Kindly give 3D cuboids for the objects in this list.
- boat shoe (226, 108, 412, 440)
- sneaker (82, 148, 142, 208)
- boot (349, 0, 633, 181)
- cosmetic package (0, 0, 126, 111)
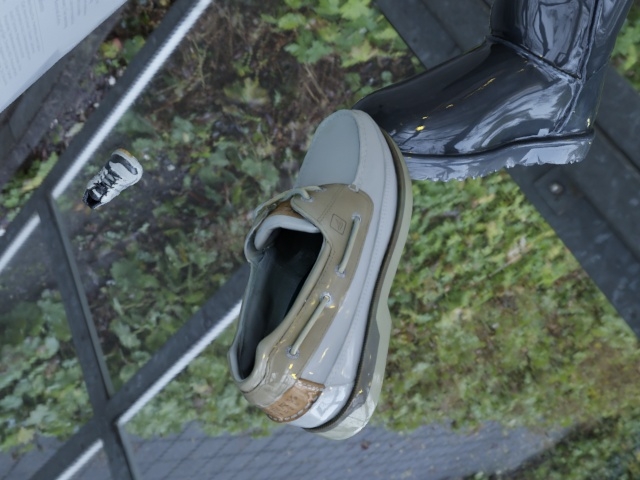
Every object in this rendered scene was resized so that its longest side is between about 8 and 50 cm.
[{"bbox_3d":[0.000,0.000,0.571,0.103,0.302,0.113,30,139,-32],"label":"boat shoe"},{"bbox_3d":[-0.184,-0.050,0.610,0.083,0.032,0.037,-32,-161,53],"label":"sneaker"},{"bbox_3d":[0.207,-0.298,0.720,0.367,0.146,0.445,-11,126,-34],"label":"boot"},{"bbox_3d":[-0.116,-0.194,0.261,0.284,0.097,0.377,-47,-174,-18],"label":"cosmetic package"}]
